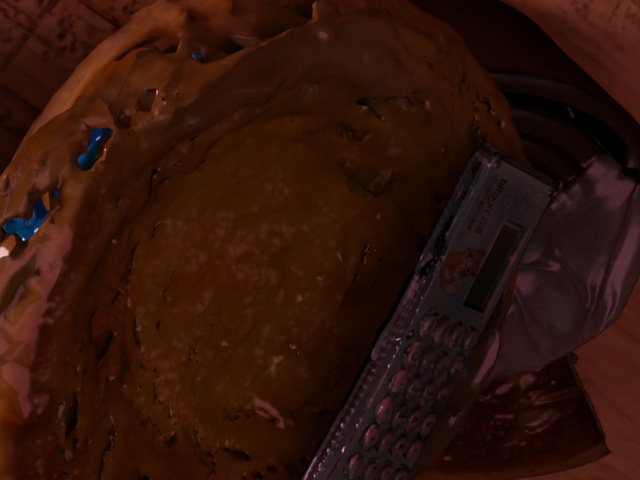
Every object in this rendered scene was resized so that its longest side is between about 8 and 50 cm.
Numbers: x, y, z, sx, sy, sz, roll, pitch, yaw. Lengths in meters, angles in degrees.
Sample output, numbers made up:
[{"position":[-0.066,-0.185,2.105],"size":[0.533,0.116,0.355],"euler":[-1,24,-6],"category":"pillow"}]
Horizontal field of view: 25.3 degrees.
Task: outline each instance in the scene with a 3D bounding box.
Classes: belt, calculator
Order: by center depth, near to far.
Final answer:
[{"position":[0.043,0.043,0.587],"size":[0.057,0.018,0.172],"euler":[23,95,-47],"category":"calculator"},{"position":[0.000,0.000,0.731],"size":[0.339,0.122,0.217],"euler":[-23,123,3],"category":"belt"}]

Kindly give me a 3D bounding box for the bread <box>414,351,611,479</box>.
[{"position":[0.124,0.102,0.869],"size":[0.136,0.054,0.154],"euler":[25,120,-25],"category":"bread"}]

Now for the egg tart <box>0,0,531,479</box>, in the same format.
[{"position":[-0.040,0.017,0.589],"size":[0.291,0.107,0.290],"euler":[-19,124,-31],"category":"egg tart"}]
